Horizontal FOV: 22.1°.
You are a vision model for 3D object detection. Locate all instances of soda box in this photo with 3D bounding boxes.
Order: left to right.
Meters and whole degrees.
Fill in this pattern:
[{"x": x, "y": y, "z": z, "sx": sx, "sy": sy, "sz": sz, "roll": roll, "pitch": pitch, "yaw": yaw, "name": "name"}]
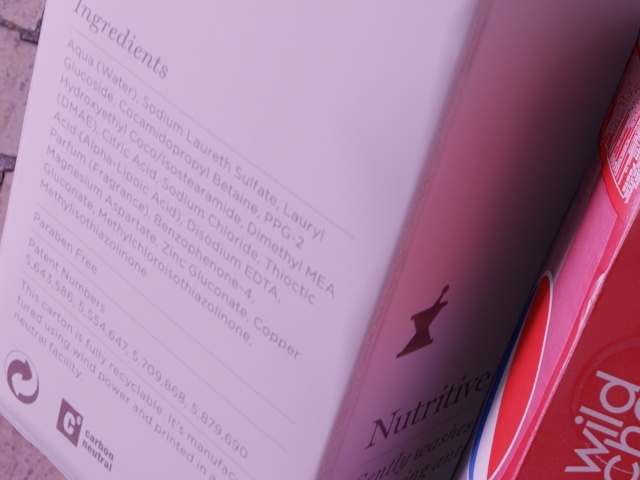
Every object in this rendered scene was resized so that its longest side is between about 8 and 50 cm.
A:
[{"x": 0.077, "y": 0.086, "z": 0.422, "sx": 0.083, "sy": 0.092, "sz": 0.263, "roll": -71, "pitch": 1, "yaw": -68, "name": "soda box"}]

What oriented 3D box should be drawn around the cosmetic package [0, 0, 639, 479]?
[{"x": 0.050, "y": -0.091, "z": 0.482, "sx": 0.217, "sy": 0.156, "sz": 0.385, "roll": -20, "pitch": -41, "yaw": -43, "name": "cosmetic package"}]
